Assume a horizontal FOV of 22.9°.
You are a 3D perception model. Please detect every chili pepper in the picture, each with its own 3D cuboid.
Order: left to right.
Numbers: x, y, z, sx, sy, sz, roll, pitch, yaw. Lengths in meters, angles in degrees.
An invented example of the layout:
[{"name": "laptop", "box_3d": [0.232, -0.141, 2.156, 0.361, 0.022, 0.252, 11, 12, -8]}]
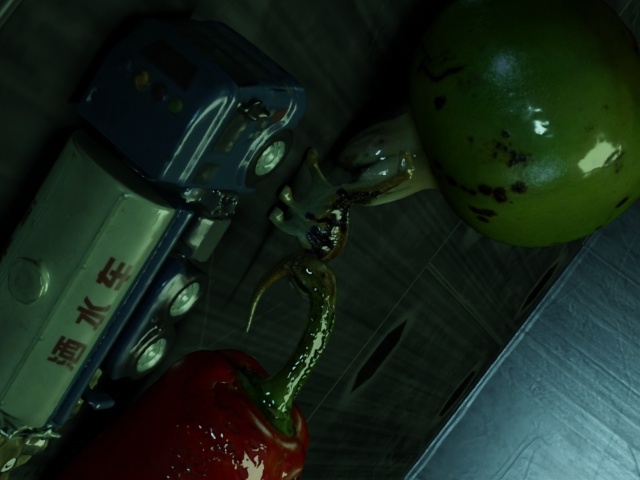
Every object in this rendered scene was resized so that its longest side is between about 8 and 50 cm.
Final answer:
[{"name": "chili pepper", "box_3d": [-0.111, 0.167, 0.959, 0.387, 0.110, 0.110, -45, 169, 16]}]

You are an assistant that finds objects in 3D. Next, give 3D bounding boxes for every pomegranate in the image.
[{"name": "pomegranate", "box_3d": [0.112, -0.071, 1.010, 0.209, 0.180, 0.180, -24, 168, 6]}]

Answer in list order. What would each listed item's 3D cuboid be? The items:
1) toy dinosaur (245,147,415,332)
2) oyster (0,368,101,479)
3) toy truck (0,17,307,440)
[{"name": "toy dinosaur", "box_3d": [-0.009, -0.012, 0.986, 0.037, 0.058, 0.180, -28, 166, -43]}, {"name": "oyster", "box_3d": [-0.173, 0.121, 0.739, 0.200, 0.061, 0.106, -43, 165, -34]}, {"name": "toy truck", "box_3d": [-0.093, -0.003, 0.686, 0.202, 0.074, 0.088, -56, 157, 18]}]
